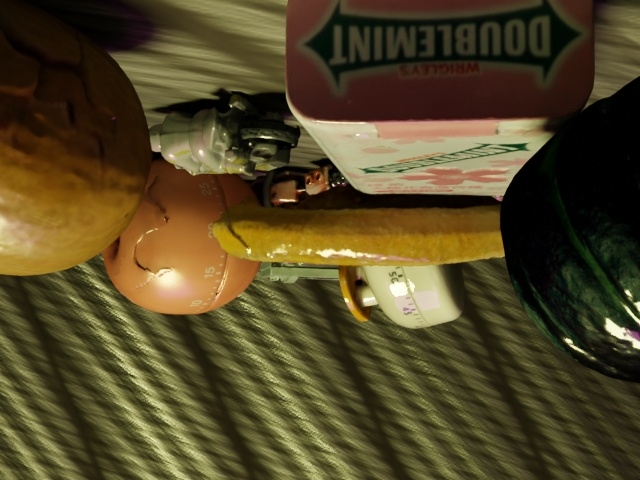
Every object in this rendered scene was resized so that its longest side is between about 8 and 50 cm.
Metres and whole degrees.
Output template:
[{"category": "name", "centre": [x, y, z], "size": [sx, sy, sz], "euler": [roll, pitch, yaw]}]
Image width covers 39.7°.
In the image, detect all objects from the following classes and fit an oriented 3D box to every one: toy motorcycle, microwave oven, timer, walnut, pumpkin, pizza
[{"category": "toy motorcycle", "centre": [-0.032, -0.071, 1.321], "size": [0.118, 0.084, 0.212], "euler": [7, 166, -34]}, {"category": "microwave oven", "centre": [0.000, 0.000, 1.647], "size": [0.208, 0.162, 0.122], "euler": [3, 176, -13]}, {"category": "timer", "centre": [0.156, 0.004, 1.277], "size": [0.240, 0.234, 0.233], "euler": [-16, 170, 16]}, {"category": "walnut", "centre": [-0.247, -0.082, 0.634], "size": [0.203, 0.203, 0.297], "euler": [0, 171, 32]}, {"category": "timer", "centre": [-0.200, -0.008, 1.266], "size": [0.214, 0.230, 0.229], "euler": [5, 174, -35]}, {"category": "pumpkin", "centre": [0.244, 0.011, 0.510], "size": [0.247, 0.248, 0.248], "euler": [2, 175, 0]}, {"category": "pizza", "centre": [0.075, -0.023, 0.924], "size": [0.365, 0.074, 0.182], "euler": [0, -159, 5]}, {"category": "toy motorcycle", "centre": [-0.114, -0.108, 0.972], "size": [0.152, 0.073, 0.225], "euler": [6, 175, -15]}]

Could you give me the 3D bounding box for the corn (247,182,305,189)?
[{"category": "corn", "centre": [-0.003, -0.039, 1.473], "size": [0.335, 0.127, 0.126], "euler": [4, 176, 9]}]

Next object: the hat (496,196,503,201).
[{"category": "hat", "centre": [0.286, -0.036, 1.529], "size": [0.193, 0.082, 0.193], "euler": [3, 179, 0]}]

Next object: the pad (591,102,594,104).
[{"category": "pad", "centre": [0.444, -0.123, 0.860], "size": [0.268, 0.012, 0.269], "euler": [7, 174, -39]}]

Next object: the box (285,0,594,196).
[{"category": "box", "centre": [0.095, -0.106, 0.702], "size": [0.190, 0.112, 0.369], "euler": [2, 177, 7]}]
